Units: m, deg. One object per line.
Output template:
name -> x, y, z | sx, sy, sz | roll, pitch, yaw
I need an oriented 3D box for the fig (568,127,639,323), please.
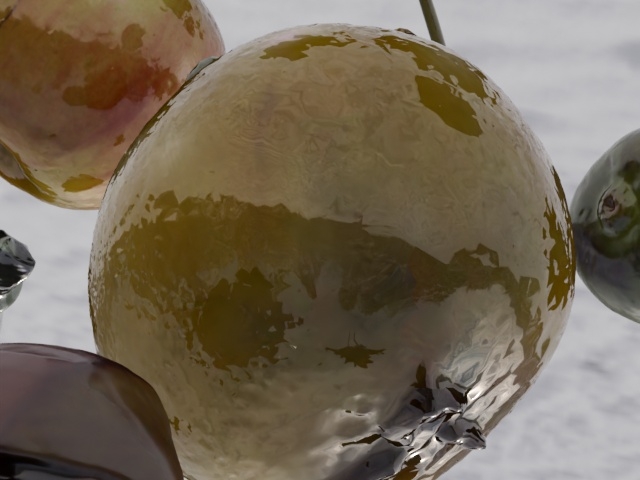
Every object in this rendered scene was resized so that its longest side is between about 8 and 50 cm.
fig -> 0.364, -0.005, 1.693 | 0.225, 0.203, 0.203 | 16, 161, -29

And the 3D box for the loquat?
loquat -> 0.000, 0.000, 1.132 | 0.328, 0.359, 0.328 | -20, 142, -16

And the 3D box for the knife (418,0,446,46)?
knife -> 0.122, -0.367, 2.294 | 0.027, 0.343, 0.061 | -18, 176, 9

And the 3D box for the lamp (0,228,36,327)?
lamp -> -0.375, 0.066, 1.764 | 0.314, 0.182, 0.182 | -9, 149, 38

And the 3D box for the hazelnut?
hazelnut -> -0.175, 0.151, 0.851 | 0.181, 0.212, 0.181 | 16, 147, -18

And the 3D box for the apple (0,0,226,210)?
apple -> -0.229, -0.164, 1.591 | 0.286, 0.233, 0.286 | 34, 164, 11
